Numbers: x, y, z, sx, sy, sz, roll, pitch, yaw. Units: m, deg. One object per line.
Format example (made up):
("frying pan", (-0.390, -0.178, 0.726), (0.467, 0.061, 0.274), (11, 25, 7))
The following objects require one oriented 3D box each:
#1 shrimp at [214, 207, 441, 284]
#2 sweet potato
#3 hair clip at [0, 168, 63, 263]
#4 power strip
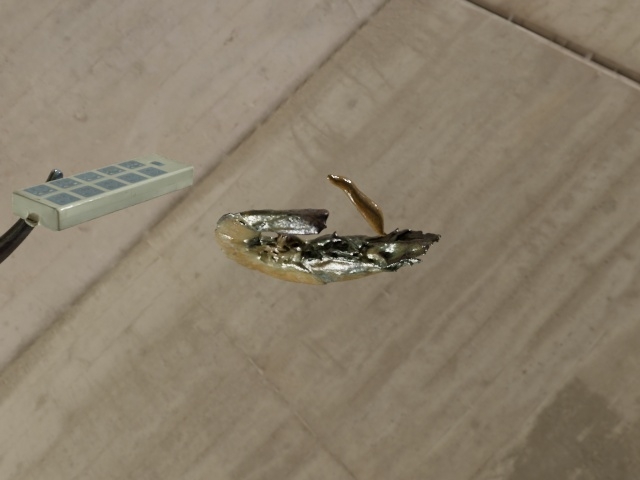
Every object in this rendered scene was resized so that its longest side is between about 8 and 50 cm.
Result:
("shrimp", (0.000, 0.000, 1.390), (0.272, 0.445, 0.085), (40, -125, -48))
("sweet potato", (0.050, -0.048, 0.965), (0.026, 0.026, 0.115), (-45, -65, -4))
("hair clip", (-0.546, -0.018, 1.390), (0.275, 0.083, 0.048), (-42, -22, 6))
("power strip", (-0.356, -0.092, 1.342), (0.367, 0.106, 0.043), (-29, -47, -56))
